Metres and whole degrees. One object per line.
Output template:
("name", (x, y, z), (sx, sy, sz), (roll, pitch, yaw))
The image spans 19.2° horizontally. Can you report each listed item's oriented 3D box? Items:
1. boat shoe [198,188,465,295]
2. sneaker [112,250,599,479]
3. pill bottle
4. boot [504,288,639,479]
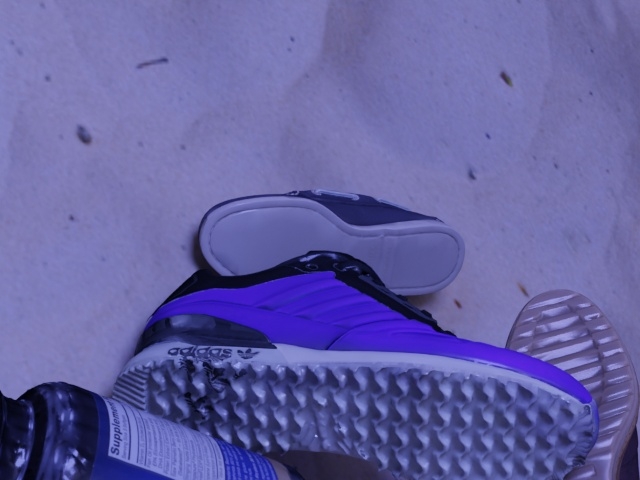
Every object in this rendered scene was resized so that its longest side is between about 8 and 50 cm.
("boat shoe", (0.000, 0.000, 1.306), (0.206, 0.075, 0.065), (5, 19, -31))
("sneaker", (0.030, 0.065, 1.168), (0.293, 0.102, 0.146), (7, 40, 10))
("pill bottle", (-0.123, 0.152, 1.058), (0.219, 0.123, 0.123), (23, 52, -25))
("boot", (0.169, 0.180, 1.246), (0.090, 0.207, 0.248), (-8, 61, 2))
